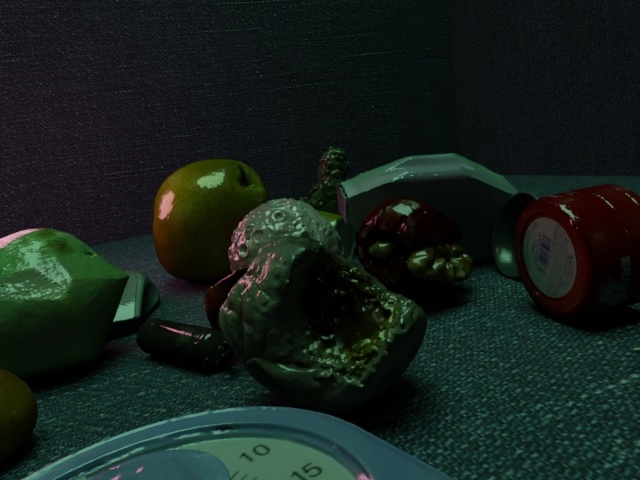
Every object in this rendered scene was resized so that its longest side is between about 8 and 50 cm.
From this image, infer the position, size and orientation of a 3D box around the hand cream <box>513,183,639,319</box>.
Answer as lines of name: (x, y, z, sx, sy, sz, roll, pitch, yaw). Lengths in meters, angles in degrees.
hand cream: (0.457, 0.020, 0.912, 0.149, 0.231, 0.230, -9, 10, -9)

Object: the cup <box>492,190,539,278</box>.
cup: (0.511, -0.003, 1.191, 0.149, 0.199, 0.199, 8, 7, -13)

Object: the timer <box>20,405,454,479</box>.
timer: (-0.110, 0.238, 0.344, 0.394, 0.174, 0.395, -9, 11, 2)

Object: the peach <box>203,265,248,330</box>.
peach: (-0.122, 0.132, 0.959, 0.188, 0.068, 0.279, -7, -27, -2)

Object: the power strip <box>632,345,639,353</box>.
power strip: (0.539, 0.143, 0.653, 0.253, 0.054, 0.167, -6, 8, 13)

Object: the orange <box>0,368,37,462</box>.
orange: (-0.475, 0.242, 0.716, 0.154, 0.134, 0.155, -2, 7, 0)

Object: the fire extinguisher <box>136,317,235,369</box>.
fire extinguisher: (-0.243, 0.193, 0.951, 0.267, 0.072, 0.089, 1, 8, 40)

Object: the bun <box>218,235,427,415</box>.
bun: (-0.008, 0.129, 0.732, 0.205, 0.281, 0.281, -54, 25, -12)

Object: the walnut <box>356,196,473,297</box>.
walnut: (0.216, 0.020, 1.130, 0.243, 0.222, 0.268, 15, 12, 38)

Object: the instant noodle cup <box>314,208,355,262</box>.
instant noodle cup: (0.000, 0.000, 1.482, 0.152, 0.205, 0.205, 5, 16, 29)

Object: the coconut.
coconut: (-0.544, 0.116, 1.033, 0.328, 0.282, 0.328, -5, 25, 2)

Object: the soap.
soap: (0.269, -0.075, 1.324, 0.445, 0.262, 0.156, -3, 29, -5)

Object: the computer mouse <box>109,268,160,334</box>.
computer mouse: (-0.521, 0.148, 1.318, 0.188, 0.122, 0.371, -10, 14, -7)

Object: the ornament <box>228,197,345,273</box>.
ornament: (-0.083, 0.039, 1.160, 0.225, 0.259, 0.259, -45, 26, -21)

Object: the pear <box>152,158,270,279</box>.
pear: (-0.331, -0.053, 1.580, 0.418, 0.363, 0.362, -37, -5, 30)

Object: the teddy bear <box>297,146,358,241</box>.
teddy bear: (0.120, -0.090, 1.686, 0.367, 0.225, 0.357, 13, -39, -14)
